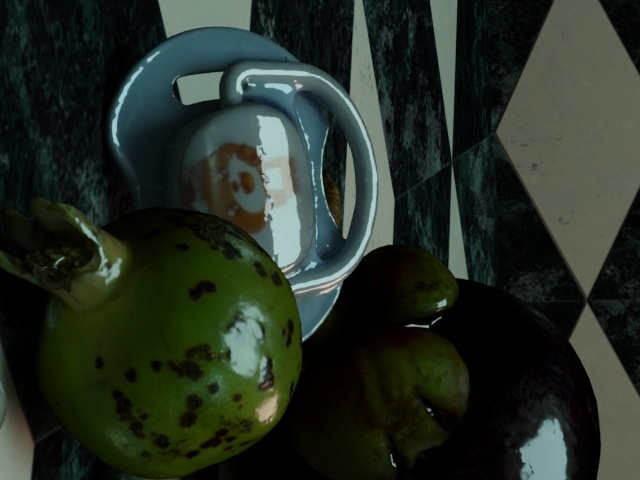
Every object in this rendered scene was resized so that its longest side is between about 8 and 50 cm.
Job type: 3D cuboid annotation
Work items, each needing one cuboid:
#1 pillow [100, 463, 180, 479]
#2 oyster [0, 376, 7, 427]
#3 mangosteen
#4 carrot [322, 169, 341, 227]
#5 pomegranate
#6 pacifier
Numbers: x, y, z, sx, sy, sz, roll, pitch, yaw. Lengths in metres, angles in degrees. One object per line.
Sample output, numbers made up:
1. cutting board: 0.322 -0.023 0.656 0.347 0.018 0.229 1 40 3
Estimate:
1. pillow: -0.137 0.175 1.467 0.093 0.051 0.241 62 27 -44
2. oyster: -0.243 0.075 0.990 0.214 0.083 0.223 -38 120 -77
3. mangosteen: 0.061 0.182 1.758 0.435 0.382 0.382 39 37 -19
4. carrot: 0.000 0.000 2.059 0.224 0.057 0.057 -81 163 -49
5. pomegranate: -0.133 0.062 1.300 0.198 0.246 0.198 -56 -158 37
6. pacifier: -0.080 -0.036 1.539 0.207 0.227 0.279 -5 -88 62
